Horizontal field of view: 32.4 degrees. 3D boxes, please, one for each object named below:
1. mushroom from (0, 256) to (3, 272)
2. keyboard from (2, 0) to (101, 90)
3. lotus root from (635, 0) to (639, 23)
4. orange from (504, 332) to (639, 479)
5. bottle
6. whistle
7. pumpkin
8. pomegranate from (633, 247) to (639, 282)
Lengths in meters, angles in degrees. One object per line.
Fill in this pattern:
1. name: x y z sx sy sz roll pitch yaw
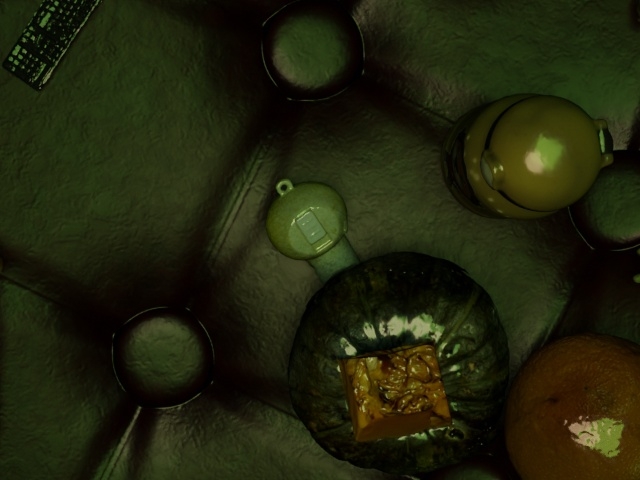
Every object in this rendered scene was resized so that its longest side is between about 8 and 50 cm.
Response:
1. mushroom: -0.514 0.166 1.563 0.107 0.087 0.333 4 94 -3
2. keyboard: -0.368 -0.327 1.576 0.072 0.023 0.231 34 91 0
3. lotus root: 0.486 -0.350 1.584 0.054 0.049 0.099 29 91 -11
4. orange: 0.377 0.259 1.510 0.264 0.264 0.264 0 92 -2
5. bottle: 0.264 -0.112 1.437 0.171 0.351 0.172 0 91 -1
6. whistle: 0.000 0.000 1.572 0.123 0.123 0.223 -34 114 0
7. pumpkin: 0.105 0.172 1.506 0.320 0.192 0.320 2 105 9
8. pomegranate: 0.580 0.035 1.546 0.263 0.211 0.211 5 93 39
